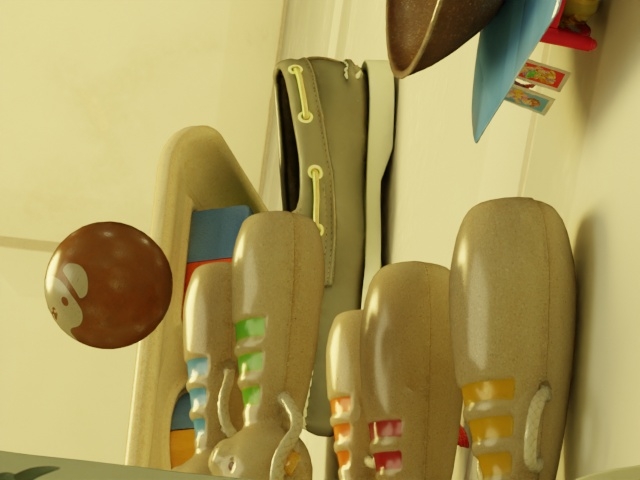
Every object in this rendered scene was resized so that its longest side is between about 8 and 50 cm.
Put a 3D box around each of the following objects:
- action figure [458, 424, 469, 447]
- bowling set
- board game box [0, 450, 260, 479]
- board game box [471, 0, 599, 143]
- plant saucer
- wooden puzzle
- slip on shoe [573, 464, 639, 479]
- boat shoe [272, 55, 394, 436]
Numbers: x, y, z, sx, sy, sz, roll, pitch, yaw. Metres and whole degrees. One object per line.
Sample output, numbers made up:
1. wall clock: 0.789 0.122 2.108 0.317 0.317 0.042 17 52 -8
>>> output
1. action figure: 0.058 0.095 0.800 0.038 0.030 0.115 151 123 -78
2. bowling set: -0.023 0.079 0.694 0.287 0.200 0.154 128 146 -71
3. board game box: -0.061 0.177 0.499 0.097 0.303 0.224 -90 8 -49
4. board game box: 0.098 -0.115 0.628 0.168 0.033 0.133 116 167 -67
5. plant saucer: 0.064 -0.163 0.666 0.198 0.036 0.198 -173 90 -84
6. wooden puzzle: -0.054 0.134 1.237 0.322 0.080 0.348 61 -148 -55
7. slip on shoe: 0.065 0.206 0.260 0.101 0.123 0.331 60 -151 -59
8. boat shoe: -0.001 0.002 1.186 0.109 0.091 0.305 109 167 -66
